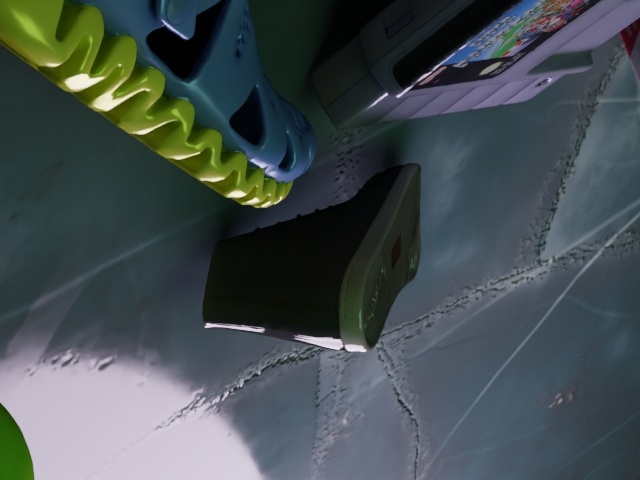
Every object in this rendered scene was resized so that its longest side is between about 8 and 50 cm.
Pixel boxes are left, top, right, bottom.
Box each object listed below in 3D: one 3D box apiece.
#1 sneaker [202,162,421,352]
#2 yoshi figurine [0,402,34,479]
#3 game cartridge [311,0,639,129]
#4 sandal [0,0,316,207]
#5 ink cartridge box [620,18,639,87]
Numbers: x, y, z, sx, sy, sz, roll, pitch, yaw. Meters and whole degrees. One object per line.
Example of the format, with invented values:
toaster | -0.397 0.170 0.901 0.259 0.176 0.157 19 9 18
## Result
sneaker | 0.000 0.000 1.247 0.222 0.118 0.083 -55 146 -62
yoshi figurine | -0.258 0.086 0.853 0.203 0.203 0.362 -53 152 -5
game cartridge | 0.179 -0.179 1.141 0.230 0.068 0.355 -19 168 -48
sandal | -0.075 -0.118 0.965 0.138 0.126 0.317 -56 152 -2
ink cartridge box | 0.346 -0.237 1.310 0.226 0.131 0.306 -73 -173 -71
